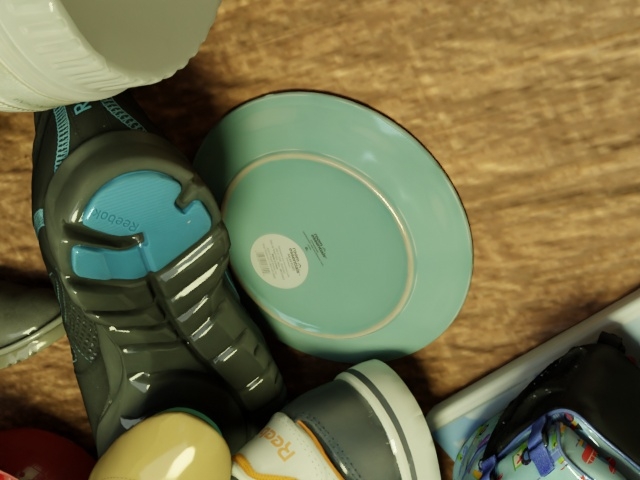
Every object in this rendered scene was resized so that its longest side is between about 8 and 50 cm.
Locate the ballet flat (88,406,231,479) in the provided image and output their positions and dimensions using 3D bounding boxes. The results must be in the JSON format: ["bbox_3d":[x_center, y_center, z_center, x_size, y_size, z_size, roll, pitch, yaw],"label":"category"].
[{"bbox_3d":[-0.124,0.186,0.993,0.080,0.073,0.232,32,134,-7],"label":"ballet flat"}]

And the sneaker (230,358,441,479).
[{"bbox_3d":[0.025,0.240,1.035,0.126,0.127,0.321,21,131,61],"label":"sneaker"}]

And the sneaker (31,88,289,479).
[{"bbox_3d":[-0.102,0.041,1.017,0.125,0.140,0.341,-17,136,-13],"label":"sneaker"}]

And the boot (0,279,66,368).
[{"bbox_3d":[-0.271,-0.011,1.093,0.189,0.076,0.209,-12,106,29],"label":"boot"}]

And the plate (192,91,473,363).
[{"bbox_3d":[0.000,0.000,0.984,0.188,0.024,0.188,12,124,19],"label":"plate"}]

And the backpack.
[{"bbox_3d":[0.144,0.162,0.923,0.158,0.117,0.173,43,131,-2],"label":"backpack"}]

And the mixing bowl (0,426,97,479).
[{"bbox_3d":[-0.208,0.202,1.165,0.181,0.098,0.181,13,124,20],"label":"mixing bowl"}]

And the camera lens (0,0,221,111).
[{"bbox_3d":[-0.212,-0.175,0.857,0.274,0.219,0.219,1,119,26],"label":"camera lens"}]

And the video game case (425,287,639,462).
[{"bbox_3d":[0.196,0.133,0.968,0.193,0.023,0.212,49,128,-8],"label":"video game case"}]
